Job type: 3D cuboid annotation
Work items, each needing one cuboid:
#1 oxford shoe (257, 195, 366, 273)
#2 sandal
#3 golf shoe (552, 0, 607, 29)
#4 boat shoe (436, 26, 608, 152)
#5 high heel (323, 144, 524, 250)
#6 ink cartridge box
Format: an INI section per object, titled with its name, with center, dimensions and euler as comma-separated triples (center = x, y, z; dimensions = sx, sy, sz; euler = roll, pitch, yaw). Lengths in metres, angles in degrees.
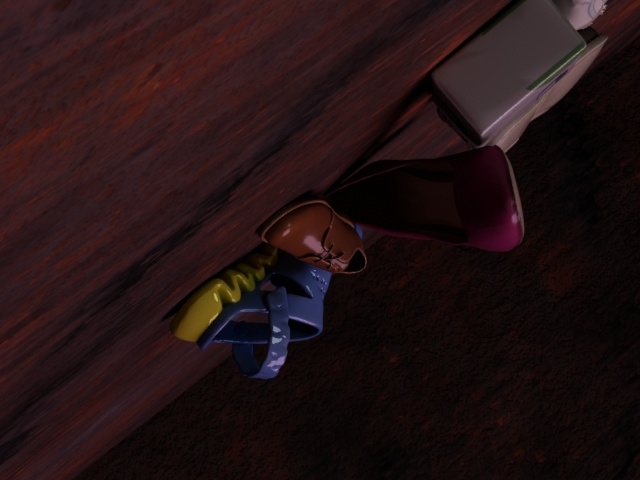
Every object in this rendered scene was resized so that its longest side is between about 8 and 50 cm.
[oxford shoe]
center = 0.000, 0.000, 1.970
dimensions = 0.076, 0.076, 0.212
euler = -42, 157, 18
[sandal]
center = -0.046, 0.070, 2.080
dimensions = 0.317, 0.138, 0.126
euler = -39, 174, -39
[golf shoe]
center = 0.289, -0.292, 1.850
dimensions = 0.086, 0.069, 0.176
euler = -14, 156, -35
[boat shoe]
center = 0.261, -0.209, 2.123
dimensions = 0.324, 0.097, 0.116
euler = -41, 166, -43
[high heel]
center = 0.119, -0.037, 1.950
dimensions = 0.181, 0.127, 0.377
euler = -12, -177, -7
[ink cartridge box]
center = 0.209, -0.190, 1.887
dimensions = 0.154, 0.093, 0.212
euler = -40, 178, 1
